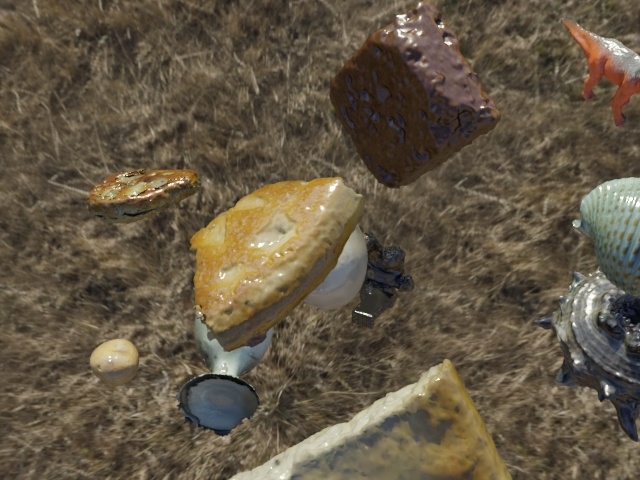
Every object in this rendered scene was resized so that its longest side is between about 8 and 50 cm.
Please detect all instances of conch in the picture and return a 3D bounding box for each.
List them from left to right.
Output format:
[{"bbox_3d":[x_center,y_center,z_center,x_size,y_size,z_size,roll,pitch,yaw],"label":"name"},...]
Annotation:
[{"bbox_3d":[0.517,0.179,1.329,0.240,0.186,0.313,15,41,-16],"label":"conch"},{"bbox_3d":[0.219,-0.001,0.524,0.085,0.056,0.076,27,107,-1],"label":"conch"}]

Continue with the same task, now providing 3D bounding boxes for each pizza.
[{"bbox_3d":[-0.061,0.017,0.705,0.161,0.062,0.182,15,62,35],"label":"pizza"}]

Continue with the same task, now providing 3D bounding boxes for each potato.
[{"bbox_3d":[-0.477,0.286,1.803,0.112,0.147,0.112,-4,99,-25],"label":"potato"}]

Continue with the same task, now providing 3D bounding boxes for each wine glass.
[{"bbox_3d":[-0.202,0.240,1.715,0.190,0.191,0.357,6,38,-2],"label":"wine glass"}]

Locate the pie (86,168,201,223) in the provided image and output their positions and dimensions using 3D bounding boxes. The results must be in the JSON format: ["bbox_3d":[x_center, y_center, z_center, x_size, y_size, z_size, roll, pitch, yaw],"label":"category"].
[{"bbox_3d":[-0.455,-0.121,1.967,0.308,0.308,0.086,-15,114,-7],"label":"pie"}]

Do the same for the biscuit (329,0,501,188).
[{"bbox_3d":[0.200,-0.327,1.851,0.166,0.395,0.343,-23,82,-31],"label":"biscuit"}]

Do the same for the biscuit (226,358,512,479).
[{"bbox_3d":[0.059,0.414,0.906,0.429,0.104,0.446,-26,92,20],"label":"biscuit"}]

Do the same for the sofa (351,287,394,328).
[{"bbox_3d":[0.130,0.166,1.895,0.060,0.039,0.118,16,35,28],"label":"sofa"}]

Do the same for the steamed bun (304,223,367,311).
[{"bbox_3d":[0.000,0.000,1.295,0.130,0.177,0.228,-35,55,16],"label":"steamed bun"}]

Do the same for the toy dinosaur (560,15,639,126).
[{"bbox_3d":[0.362,-0.184,0.903,0.055,0.101,0.280,-29,59,-14],"label":"toy dinosaur"}]

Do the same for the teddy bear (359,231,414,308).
[{"bbox_3d":[0.165,0.077,2.021,0.181,0.251,0.129,23,46,19],"label":"teddy bear"}]
